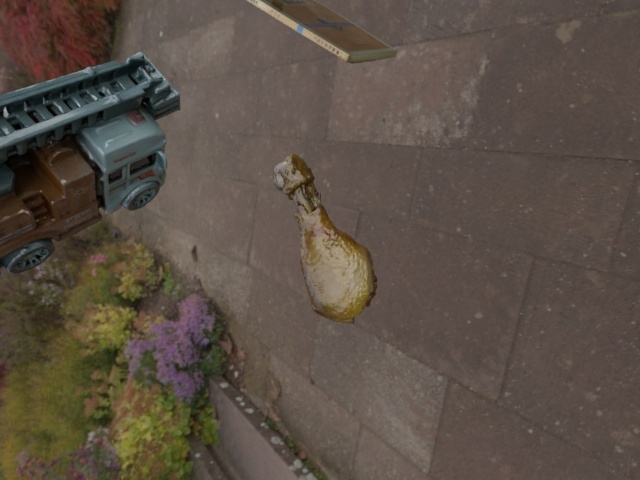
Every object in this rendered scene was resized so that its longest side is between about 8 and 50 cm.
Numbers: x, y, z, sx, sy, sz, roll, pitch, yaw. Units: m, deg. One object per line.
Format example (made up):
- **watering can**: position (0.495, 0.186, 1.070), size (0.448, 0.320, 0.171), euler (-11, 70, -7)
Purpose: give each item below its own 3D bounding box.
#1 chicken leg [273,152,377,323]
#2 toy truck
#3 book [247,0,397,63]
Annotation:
- **chicken leg**: position (0.001, 0.000, 0.578), size (0.252, 0.107, 0.087), euler (64, -179, -4)
- **toy truck**: position (-0.298, -0.085, 0.446), size (0.133, 0.338, 0.184), euler (49, 144, 1)
- **book**: position (-0.004, -0.363, 0.686), size (0.241, 0.170, 0.018), euler (38, 130, 15)
